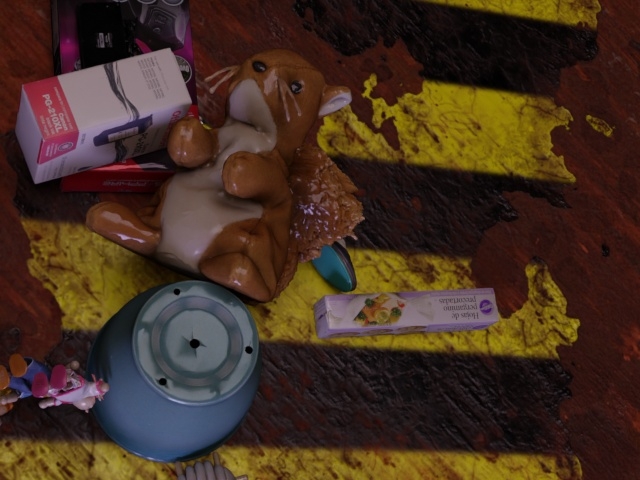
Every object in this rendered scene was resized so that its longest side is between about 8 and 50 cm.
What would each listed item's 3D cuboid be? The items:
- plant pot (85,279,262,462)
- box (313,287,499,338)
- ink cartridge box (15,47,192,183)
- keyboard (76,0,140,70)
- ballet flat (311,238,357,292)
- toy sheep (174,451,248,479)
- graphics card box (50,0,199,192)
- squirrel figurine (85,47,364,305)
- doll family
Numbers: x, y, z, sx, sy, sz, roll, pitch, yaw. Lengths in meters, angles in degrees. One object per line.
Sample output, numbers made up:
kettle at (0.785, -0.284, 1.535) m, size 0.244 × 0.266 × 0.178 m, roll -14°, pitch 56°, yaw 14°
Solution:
plant pot at (-0.204, 0.178, 1.690) m, size 0.271 × 0.255 × 0.272 m, roll 5°, pitch 70°, yaw -15°
box at (0.150, 0.125, 1.951) m, size 0.324 × 0.067 × 0.063 m, roll -1°, pitch 73°, yaw -21°
ink cartridge box at (-0.333, -0.189, 1.725) m, size 0.237 × 0.172 × 0.100 m, roll -19°, pitch 78°, yaw -24°
keyboard at (-0.341, -0.312, 1.829) m, size 0.100 × 0.038 × 0.192 m, roll -3°, pitch 53°, yaw -13°
ballet flat at (0.000, 0.000, 1.941) m, size 0.203 × 0.074 × 0.074 m, roll 43°, pitch 63°, yaw 6°
toy sheep at (-0.176, 0.377, 1.733) m, size 0.132 × 0.091 × 0.091 m, roll -15°, pitch 76°, yaw -5°
graphics card box at (-0.329, -0.266, 1.902) m, size 0.232 × 0.094 × 0.371 m, roll 0°, pitch 70°, yaw -19°
squirrel figurine at (-0.097, -0.099, 1.753) m, size 0.281 × 0.397 × 0.371 m, roll 18°, pitch 81°, yaw 28°
doll family at (-0.440, 0.216, 1.635) m, size 0.263 × 0.163 × 0.118 m, roll -22°, pitch 69°, yaw 3°
